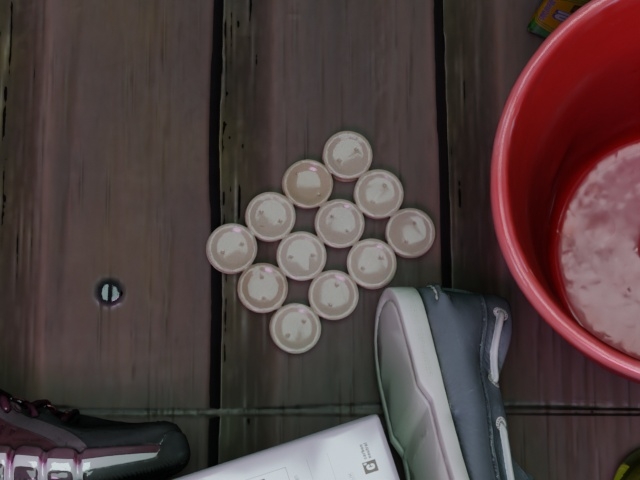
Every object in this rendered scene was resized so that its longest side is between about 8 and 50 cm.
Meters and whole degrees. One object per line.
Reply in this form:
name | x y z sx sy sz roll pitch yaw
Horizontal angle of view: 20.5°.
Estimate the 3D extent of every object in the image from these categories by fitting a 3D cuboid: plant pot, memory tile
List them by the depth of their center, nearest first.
plant pot | 0.246 -0.016 1.172 0.274 0.243 0.275 -1 77 4
memory tile | 0.000 0.000 1.281 0.148 0.012 0.113 -39 84 -10

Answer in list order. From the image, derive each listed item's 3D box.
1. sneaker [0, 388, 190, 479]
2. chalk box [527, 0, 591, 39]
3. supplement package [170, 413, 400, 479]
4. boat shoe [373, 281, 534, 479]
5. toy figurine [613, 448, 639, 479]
sneaker | -0.234 0.100 1.199 0.281 0.106 0.163 -5 77 -5
chalk box | 0.279 -0.181 1.276 0.213 0.132 0.132 24 78 2
supplement package | -0.081 0.245 1.143 0.292 0.177 0.175 -17 81 -7
boat shoe | 0.116 0.171 1.184 0.099 0.116 0.320 -3 60 -17
toy figurine | 0.392 0.217 1.164 0.362 0.217 0.191 38 79 3
